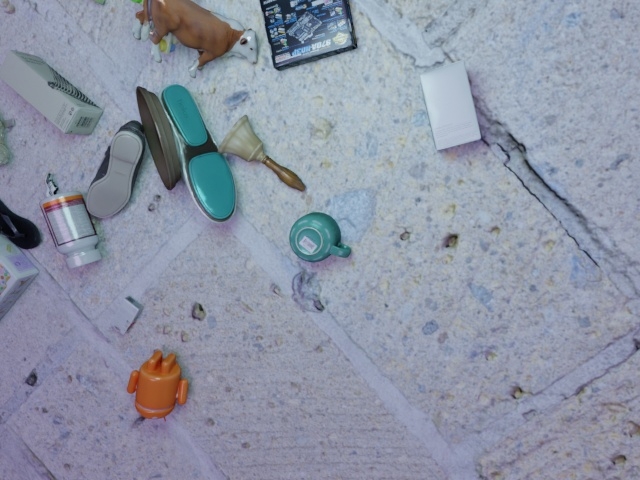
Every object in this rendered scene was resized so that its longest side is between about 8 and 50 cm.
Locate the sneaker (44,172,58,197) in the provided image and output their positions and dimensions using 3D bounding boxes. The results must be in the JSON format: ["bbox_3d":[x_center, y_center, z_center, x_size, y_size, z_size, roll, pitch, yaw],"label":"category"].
[{"bbox_3d":[-0.847,-0.172,1.462,0.036,0.032,0.084,2,106,0],"label":"sneaker"}]

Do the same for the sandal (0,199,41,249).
[{"bbox_3d":[-1.031,-0.053,1.515,0.254,0.054,0.097,35,107,6],"label":"sandal"}]

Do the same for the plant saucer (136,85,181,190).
[{"bbox_3d":[-0.432,-0.272,1.238,0.041,0.277,0.278,-20,96,-22],"label":"plant saucer"}]

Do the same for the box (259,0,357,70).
[{"bbox_3d":[-0.031,-0.546,1.162,0.220,0.051,0.175,-10,98,16],"label":"box"}]

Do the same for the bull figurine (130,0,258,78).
[{"bbox_3d":[-0.307,-0.510,1.156,0.188,0.310,0.101,-39,53,30],"label":"bull figurine"}]

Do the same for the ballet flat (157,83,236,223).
[{"bbox_3d":[-0.344,-0.228,1.275,0.139,0.139,0.401,-23,90,17],"label":"ballet flat"}]

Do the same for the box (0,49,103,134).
[{"bbox_3d":[-0.788,-0.429,1.353,0.275,0.113,0.094,40,107,3],"label":"box"}]

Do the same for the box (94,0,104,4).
[{"bbox_3d":[-0.614,-0.857,1.254,0.232,0.058,0.322,41,108,5],"label":"box"}]

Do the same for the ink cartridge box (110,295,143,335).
[{"bbox_3d":[-0.620,0.241,1.477,0.062,0.029,0.115,36,108,5],"label":"ink cartridge box"}]

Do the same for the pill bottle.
[{"bbox_3d":[-0.758,-0.031,1.413,0.121,0.121,0.222,-16,96,17],"label":"pill bottle"}]

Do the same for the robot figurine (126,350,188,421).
[{"bbox_3d":[-0.503,0.458,1.435,0.128,0.157,0.220,29,111,49],"label":"robot figurine"}]

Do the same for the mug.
[{"bbox_3d":[-0.005,-0.008,1.231,0.157,0.097,0.130,-6,99,16],"label":"mug"}]

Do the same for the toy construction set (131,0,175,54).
[{"bbox_3d":[-0.349,-0.659,1.171,0.327,0.151,0.215,-33,91,18],"label":"toy construction set"}]

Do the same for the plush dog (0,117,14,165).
[{"bbox_3d":[-1.097,-0.353,1.387,0.262,0.225,0.211,31,107,7],"label":"plush dog"}]

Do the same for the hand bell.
[{"bbox_3d":[-0.141,-0.211,1.243,0.242,0.126,0.126,38,108,-8],"label":"hand bell"}]

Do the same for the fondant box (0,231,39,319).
[{"bbox_3d":[-1.143,0.133,1.560,0.330,0.096,0.238,-43,88,19],"label":"fondant box"}]

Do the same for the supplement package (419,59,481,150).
[{"bbox_3d":[0.304,-0.312,1.090,0.105,0.105,0.180,-13,97,17],"label":"supplement package"}]

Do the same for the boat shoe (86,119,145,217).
[{"bbox_3d":[-0.589,-0.203,1.352,0.112,0.096,0.335,24,125,-23],"label":"boat shoe"}]
